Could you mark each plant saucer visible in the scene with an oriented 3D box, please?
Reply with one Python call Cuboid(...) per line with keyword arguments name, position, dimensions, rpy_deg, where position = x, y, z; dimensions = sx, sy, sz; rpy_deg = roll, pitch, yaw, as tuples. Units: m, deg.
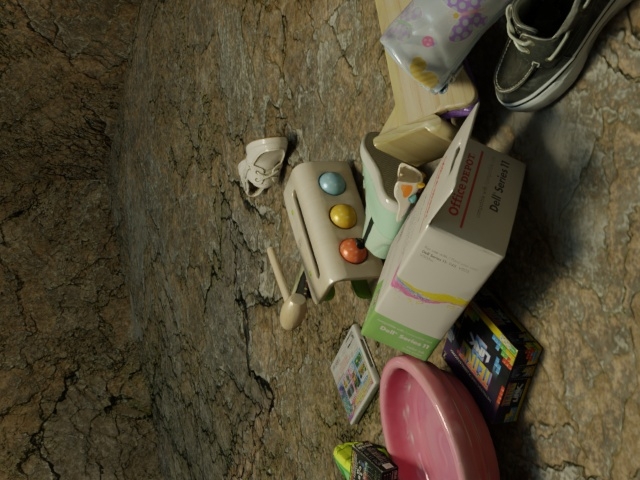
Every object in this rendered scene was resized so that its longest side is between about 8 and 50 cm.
Cuboid(name="plant saucer", position=(0.193, 0.339, 1.528), dimensions=(0.332, 0.084, 0.332), rpy_deg=(167, 90, -74))

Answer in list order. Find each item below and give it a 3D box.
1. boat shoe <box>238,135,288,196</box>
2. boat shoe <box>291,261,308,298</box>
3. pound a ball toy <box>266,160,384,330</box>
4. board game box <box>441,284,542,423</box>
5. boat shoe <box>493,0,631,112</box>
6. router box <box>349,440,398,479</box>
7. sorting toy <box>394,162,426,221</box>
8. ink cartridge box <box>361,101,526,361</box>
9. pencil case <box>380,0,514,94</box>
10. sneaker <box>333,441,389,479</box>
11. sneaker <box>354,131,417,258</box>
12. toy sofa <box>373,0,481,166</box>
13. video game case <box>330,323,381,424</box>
Cuboid(name="boat shoe", position=(-0.131, -0.171, 2.269), dimensions=(0.277, 0.098, 0.096), rpy_deg=(134, 129, -71))
Cuboid(name="boat shoe", position=(-0.031, 0.077, 2.129), dimensions=(0.049, 0.042, 0.133), rpy_deg=(-81, 8, -51))
Cuboid(name="pound a ball toy", position=(0.000, 0.000, 1.838), dimensions=(0.136, 0.208, 0.319), rpy_deg=(119, 142, -51))
Cuboid(name="board game box", position=(0.257, 0.172, 1.465), dimensions=(0.170, 0.048, 0.141), rpy_deg=(-126, 41, -51))
Cuboid(name="boat shoe", position=(0.296, -0.291, 1.237), dimensions=(0.335, 0.119, 0.121), rpy_deg=(121, 140, -52))
Cuboid(name="router box", position=(0.090, 0.425, 1.663), dimensions=(0.092, 0.038, 0.122), rpy_deg=(32, 124, 50))
Cuboid(name="sorting toy", position=(0.133, -0.070, 1.499), dimensions=(0.083, 0.044, 0.075), rpy_deg=(-71, -3, -63))
Cuboid(name="ink cartridge box", position=(0.192, -0.006, 1.402), dimensions=(0.353, 0.119, 0.207), rpy_deg=(116, 178, -49))
Cuboid(name="pencil case", position=(0.206, -0.333, 1.315), dimensions=(0.273, 0.113, 0.124), rpy_deg=(-49, 53, 17))
Cuboid(name="sneaker", position=(0.100, 0.477, 1.782), dimensions=(0.295, 0.109, 0.124), rpy_deg=(-136, 52, -57))
Cuboid(name="sneaker", position=(0.103, -0.079, 1.683), dimensions=(0.256, 0.094, 0.151), rpy_deg=(-94, 16, -52))
Cuboid(name="toy sofa", position=(0.163, -0.314, 1.501), dimensions=(0.177, 0.150, 0.363), rpy_deg=(-19, 72, 28))
Cuboid(name="video game case", position=(0.070, 0.273, 1.943), dimensions=(0.157, 0.019, 0.143), rpy_deg=(114, 145, -44))
